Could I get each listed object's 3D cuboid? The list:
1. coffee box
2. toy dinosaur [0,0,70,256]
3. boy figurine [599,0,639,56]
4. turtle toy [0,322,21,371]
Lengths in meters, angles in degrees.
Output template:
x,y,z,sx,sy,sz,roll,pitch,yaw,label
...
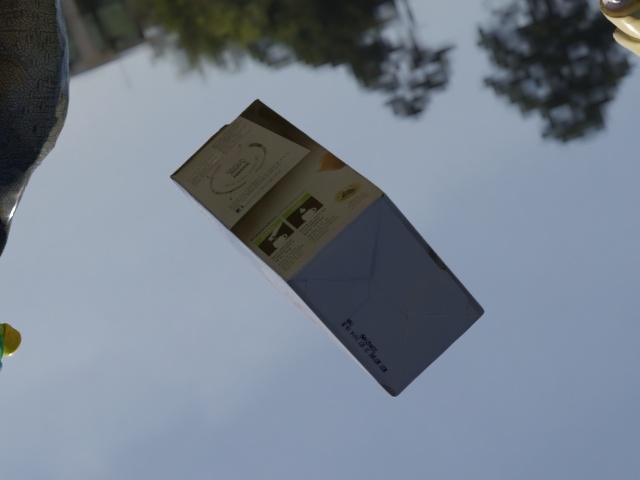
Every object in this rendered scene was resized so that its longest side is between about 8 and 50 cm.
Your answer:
x,y,z,sx,sy,sz,roll,pitch,yaw,label
0.000,0.000,1.483,0.098,0.141,0.246,-43,-148,-4,coffee box
-0.214,-0.122,1.264,0.160,0.313,0.121,2,169,43,toy dinosaur
0.293,-0.252,1.670,0.092,0.285,0.177,27,-108,26,boy figurine
-0.309,0.101,1.581,0.130,0.095,0.066,-39,-144,28,turtle toy
